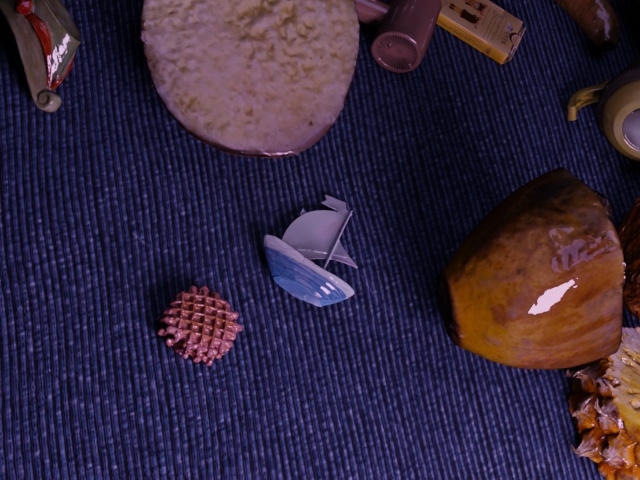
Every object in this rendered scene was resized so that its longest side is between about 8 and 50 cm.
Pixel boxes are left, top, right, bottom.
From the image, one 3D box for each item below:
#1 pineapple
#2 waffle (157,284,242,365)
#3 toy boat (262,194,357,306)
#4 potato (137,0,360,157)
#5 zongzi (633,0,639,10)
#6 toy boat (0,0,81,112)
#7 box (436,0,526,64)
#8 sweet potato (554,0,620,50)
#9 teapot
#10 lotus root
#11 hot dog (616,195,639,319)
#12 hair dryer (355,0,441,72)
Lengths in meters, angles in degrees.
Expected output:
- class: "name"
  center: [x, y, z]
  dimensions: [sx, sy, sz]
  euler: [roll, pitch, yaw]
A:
- class: "pineapple"
  center: [0.324, 0.195, 1.649]
  dimensions: [0.135, 0.079, 0.233]
  euler: [3, 51, -35]
- class: "waffle"
  center: [-0.117, 0.081, 1.532]
  dimensions: [0.075, 0.029, 0.083]
  euler: [45, 48, 6]
- class: "toy boat"
  center: [-0.010, 0.001, 1.634]
  dimensions: [0.105, 0.034, 0.149]
  euler: [15, 54, -20]
- class: "potato"
  center: [-0.086, -0.210, 1.691]
  dimensions: [0.239, 0.116, 0.299]
  euler: [7, 67, -16]
- class: "zongzi"
  center: [0.593, -0.330, 2.086]
  dimensions: [0.384, 0.362, 0.319]
  euler: [-19, 64, 7]
- class: "toy boat"
  center: [-0.299, -0.223, 1.618]
  dimensions: [0.185, 0.071, 0.089]
  euler: [59, 11, 18]
- class: "box"
  center: [0.180, -0.279, 1.930]
  dimensions: [0.149, 0.020, 0.073]
  euler: [32, 49, -4]
- class: "sweet potato"
  center: [0.296, -0.352, 2.008]
  dimensions: [0.075, 0.075, 0.273]
  euler: [-34, 81, -39]
- class: "teapot"
  center: [0.386, -0.163, 1.902]
  dimensions: [0.166, 0.130, 0.119]
  euler: [6, 33, 15]
- class: "lotus root"
  center: [0.202, 0.036, 1.630]
  dimensions: [0.180, 0.188, 0.199]
  euler: [-16, 33, -11]
- class: "hot dog"
  center: [0.416, 0.036, 1.775]
  dimensions: [0.161, 0.099, 0.227]
  euler: [17, 39, -4]
- class: "hair dryer"
  center: [0.049, -0.280, 1.842]
  dimensions: [0.182, 0.064, 0.117]
  euler: [23, 50, -4]
